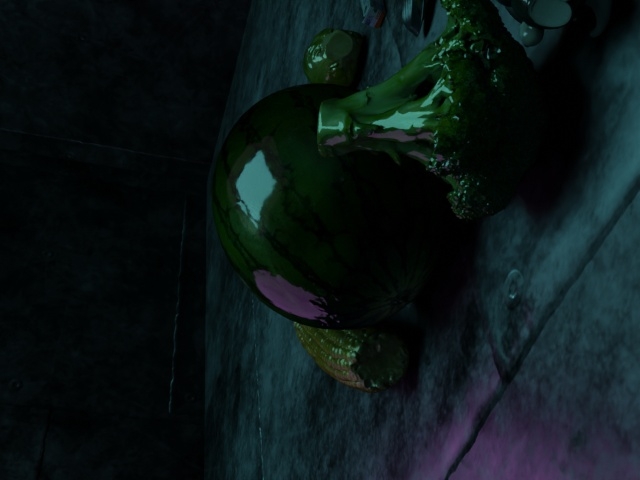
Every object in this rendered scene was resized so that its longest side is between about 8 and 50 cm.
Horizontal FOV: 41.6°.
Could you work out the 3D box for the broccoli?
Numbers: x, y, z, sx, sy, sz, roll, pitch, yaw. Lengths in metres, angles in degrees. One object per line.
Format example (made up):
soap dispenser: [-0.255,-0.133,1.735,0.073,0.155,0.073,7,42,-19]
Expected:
broccoli: [0.131,-0.138,0.984,0.269,0.269,0.254,117,164,-50]

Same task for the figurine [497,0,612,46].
figurine: [0.244,-0.272,0.897,0.192,0.126,0.147,-75,-9,-65]

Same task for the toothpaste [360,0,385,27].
toothpaste: [0.103,-0.517,1.723,0.047,0.040,0.196,121,153,-46]

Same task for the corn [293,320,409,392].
corn: [0.044,0.162,1.379,0.344,0.131,0.131,-156,75,-75]

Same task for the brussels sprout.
brussels sprout: [0.022,-0.385,1.802,0.155,0.117,0.155,-170,90,-85]

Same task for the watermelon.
watermelon: [0.014,-0.046,1.196,0.363,0.363,0.363,-171,90,-75]

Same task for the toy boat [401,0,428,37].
toy boat: [0.161,-0.412,1.414,0.055,0.060,0.141,-176,87,-75]
